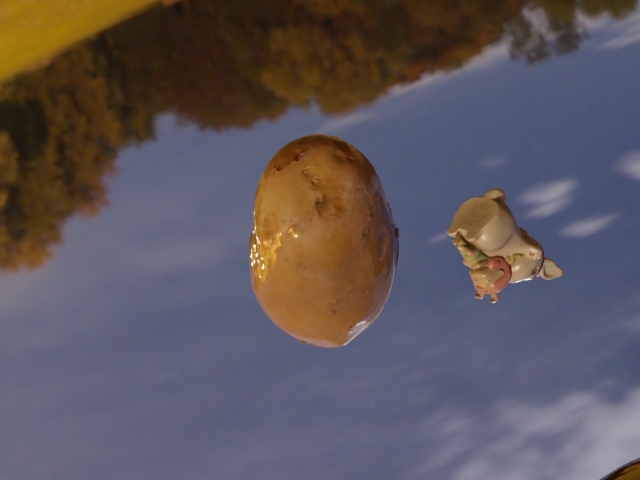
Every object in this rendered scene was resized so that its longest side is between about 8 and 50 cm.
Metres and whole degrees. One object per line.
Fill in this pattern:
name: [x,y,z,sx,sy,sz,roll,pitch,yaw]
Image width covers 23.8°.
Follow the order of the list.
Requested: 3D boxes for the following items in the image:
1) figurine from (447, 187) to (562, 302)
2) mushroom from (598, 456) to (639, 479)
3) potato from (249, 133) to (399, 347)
figurine: [0.201,0.019,1.713,0.098,0.146,0.081,-39,-145,1]
mushroom: [0.276,0.274,0.968,0.297,0.290,0.297,-14,-176,1]
potato: [0.000,0.000,1.118,0.118,0.178,0.109,-29,-130,-17]
